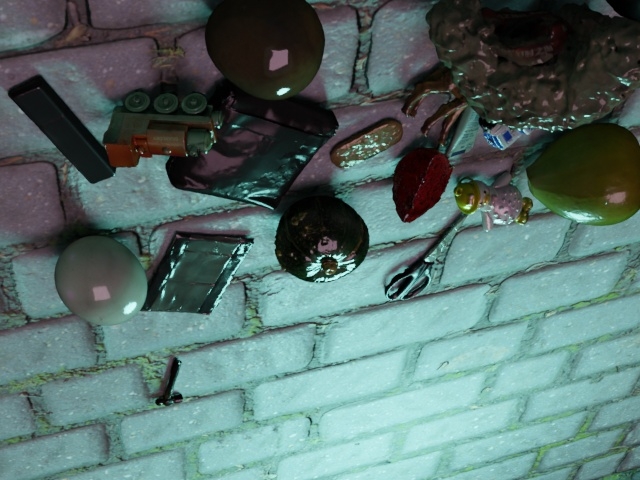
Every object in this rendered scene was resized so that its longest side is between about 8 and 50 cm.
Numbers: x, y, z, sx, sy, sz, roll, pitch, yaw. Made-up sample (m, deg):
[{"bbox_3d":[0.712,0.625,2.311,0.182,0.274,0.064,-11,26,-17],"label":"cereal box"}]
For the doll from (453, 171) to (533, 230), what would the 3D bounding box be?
[{"bbox_3d":[0.348,-0.083,2.095,0.207,0.081,0.129,13,102,-35],"label":"doll"}]

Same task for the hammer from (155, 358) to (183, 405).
[{"bbox_3d":[-0.331,0.318,2.315,0.065,0.021,0.178,-5,139,-24],"label":"hammer"}]

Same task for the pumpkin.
[{"bbox_3d":[0.001,0.000,1.960,0.190,0.146,0.190,1,131,1],"label":"pumpkin"}]

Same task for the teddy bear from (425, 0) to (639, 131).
[{"bbox_3d":[0.385,-0.313,1.669,0.367,0.357,0.224,-44,141,-49],"label":"teddy bear"}]

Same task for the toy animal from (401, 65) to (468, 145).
[{"bbox_3d":[0.280,-0.253,1.800,0.275,0.054,0.149,-18,115,9],"label":"toy animal"}]

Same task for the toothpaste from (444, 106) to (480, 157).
[{"bbox_3d":[0.280,-0.230,1.901,0.062,0.037,0.216,-13,146,-19],"label":"toothpaste"}]

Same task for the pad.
[{"bbox_3d":[-0.248,0.067,2.027,0.174,0.022,0.233,4,136,-31],"label":"pad"}]

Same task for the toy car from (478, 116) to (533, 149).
[{"bbox_3d":[0.370,-0.242,1.878,0.171,0.070,0.080,-48,142,-1],"label":"toy car"}]

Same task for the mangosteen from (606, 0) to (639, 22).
[{"bbox_3d":[0.535,-0.458,1.523,0.293,0.297,0.297,28,122,-38],"label":"mangosteen"}]

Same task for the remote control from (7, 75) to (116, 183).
[{"bbox_3d":[-0.405,-0.170,1.626,0.063,0.025,0.245,-23,145,8],"label":"remote control"}]

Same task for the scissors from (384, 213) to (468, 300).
[{"bbox_3d":[0.242,0.035,2.244,0.109,0.022,0.300,2,137,-36],"label":"scissors"}]

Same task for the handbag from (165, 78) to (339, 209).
[{"bbox_3d":[-0.114,-0.156,1.750,0.246,0.080,0.223,11,133,-39],"label":"handbag"}]

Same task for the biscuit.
[{"bbox_3d":[0.086,-0.177,1.883,0.147,0.018,0.071,-26,142,8],"label":"biscuit"}]

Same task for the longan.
[{"bbox_3d":[-0.078,-0.294,1.524,0.189,0.189,0.189,-14,144,-11],"label":"longan"}]

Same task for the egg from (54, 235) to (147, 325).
[{"bbox_3d":[-0.392,0.077,1.848,0.151,0.151,0.209,-24,146,3],"label":"egg"}]

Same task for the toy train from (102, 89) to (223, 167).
[{"bbox_3d":[-0.244,-0.172,1.603,0.175,0.118,0.074,5,149,7],"label":"toy train"}]

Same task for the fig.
[{"bbox_3d":[0.540,-0.126,2.043,0.230,0.207,0.207,-18,153,38],"label":"fig"}]

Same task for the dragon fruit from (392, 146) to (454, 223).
[{"bbox_3d":[0.194,-0.121,1.971,0.106,0.083,0.162,-13,130,-44],"label":"dragon fruit"}]
